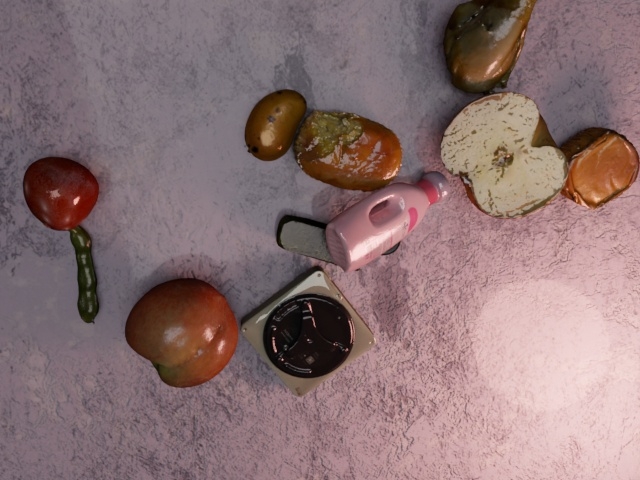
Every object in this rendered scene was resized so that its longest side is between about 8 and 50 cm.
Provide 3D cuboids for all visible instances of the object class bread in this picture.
[{"bbox_3d":[0.063,-0.208,1.440,0.250,0.133,0.179,15,105,-9],"label":"bread"},{"bbox_3d":[0.675,-0.184,1.536,0.199,0.104,0.199,-2,109,-7],"label":"bread"}]

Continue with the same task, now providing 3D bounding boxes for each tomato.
[{"bbox_3d":[-0.575,-0.110,1.367,0.167,0.167,0.167,-2,104,-7],"label":"tomato"}]

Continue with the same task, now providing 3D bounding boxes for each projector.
[{"bbox_3d":[-0.030,0.236,1.563,0.259,0.079,0.257,-36,106,4],"label":"projector"}]

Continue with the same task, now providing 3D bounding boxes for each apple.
[{"bbox_3d":[0.427,-0.198,1.470,0.251,0.163,0.293,-30,93,11],"label":"apple"}]

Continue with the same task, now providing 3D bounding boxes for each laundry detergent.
[{"bbox_3d":[0.165,-0.061,1.451,0.335,0.088,0.159,-33,132,-23],"label":"laundry detergent"}]

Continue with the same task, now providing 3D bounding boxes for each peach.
[{"bbox_3d":[-0.319,0.209,1.447,0.252,0.252,0.252,-2,104,-7],"label":"peach"}]

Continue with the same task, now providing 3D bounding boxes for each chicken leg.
[{"bbox_3d":[0.416,-0.503,1.331,0.201,0.152,0.429,42,129,6],"label":"chicken leg"}]

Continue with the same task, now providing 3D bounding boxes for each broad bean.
[{"bbox_3d":[-0.564,0.075,1.473,0.052,0.052,0.256,-17,107,-45],"label":"broad bean"}]

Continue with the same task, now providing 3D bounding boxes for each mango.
[{"bbox_3d":[-0.108,-0.270,1.423,0.115,0.090,0.178,25,95,-8],"label":"mango"}]

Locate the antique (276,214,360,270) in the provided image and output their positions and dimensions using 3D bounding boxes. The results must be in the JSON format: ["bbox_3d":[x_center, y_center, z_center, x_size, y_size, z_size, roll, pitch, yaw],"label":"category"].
[{"bbox_3d":[0.000,0.000,1.510,0.220,0.080,0.081,17,100,-9],"label":"antique"}]

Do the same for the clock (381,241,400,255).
[{"bbox_3d":[0.162,-0.004,1.559,0.085,0.017,0.085,-2,104,-7],"label":"clock"}]
